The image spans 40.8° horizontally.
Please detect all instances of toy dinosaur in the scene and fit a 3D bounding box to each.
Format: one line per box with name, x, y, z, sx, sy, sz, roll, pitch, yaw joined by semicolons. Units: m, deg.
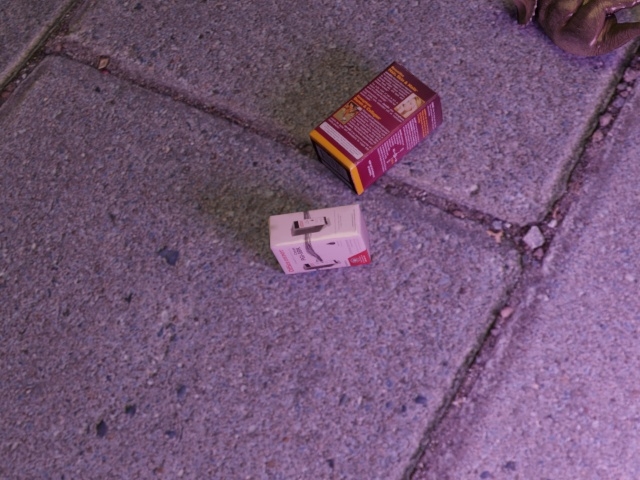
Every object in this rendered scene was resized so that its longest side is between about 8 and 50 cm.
toy dinosaur;0.417;-0.366;1.380;0.313;0.121;0.160;43;107;18

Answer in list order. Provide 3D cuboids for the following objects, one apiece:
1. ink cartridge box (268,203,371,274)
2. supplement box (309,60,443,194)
ink cartridge box;0.000;0.000;1.273;0.135;0.099;0.056;-8;62;10
supplement box;0.089;-0.178;1.358;0.188;0.081;0.104;-41;61;-10
